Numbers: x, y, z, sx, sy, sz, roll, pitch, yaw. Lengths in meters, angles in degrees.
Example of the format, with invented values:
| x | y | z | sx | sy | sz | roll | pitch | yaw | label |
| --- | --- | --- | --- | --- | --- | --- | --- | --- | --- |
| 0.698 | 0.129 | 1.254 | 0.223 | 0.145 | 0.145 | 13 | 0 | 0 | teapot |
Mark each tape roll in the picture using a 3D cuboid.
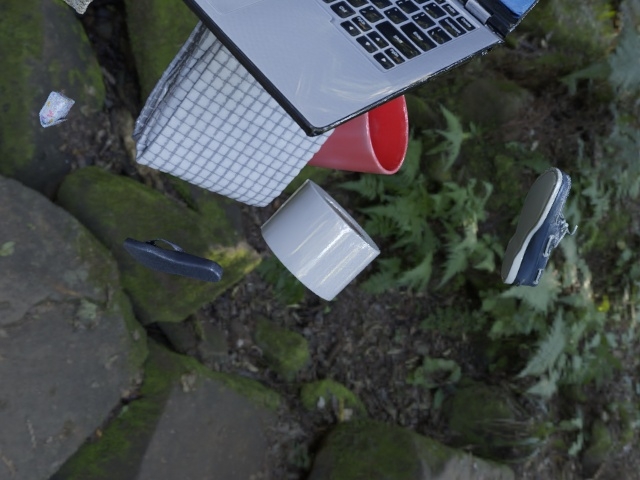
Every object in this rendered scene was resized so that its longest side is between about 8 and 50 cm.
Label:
| x | y | z | sx | sy | sz | roll | pitch | yaw | label |
| --- | --- | --- | --- | --- | --- | --- | --- | --- | --- |
| 0.000 | 0.000 | 1.630 | 0.246 | 0.169 | 0.246 | 44 | 8 | -8 | tape roll |

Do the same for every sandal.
| x | y | z | sx | sy | sz | roll | pitch | yaw | label |
| --- | --- | --- | --- | --- | --- | --- | --- | --- | --- |
| -0.352 | 0.041 | 1.655 | 0.097 | 0.254 | 0.055 | 96 | 12 | -60 | sandal |

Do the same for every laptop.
| x | y | z | sx | sy | sz | roll | pitch | yaw | label |
| --- | --- | --- | --- | --- | --- | --- | --- | --- | --- |
| 0.048 | -0.367 | 0.631 | 0.407 | 0.236 | 0.382 | -31 | 69 | -30 | laptop |

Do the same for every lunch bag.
| x | y | z | sx | sy | sz | roll | pitch | yaw | label |
| --- | --- | --- | --- | --- | --- | --- | --- | --- | --- |
| -0.621 | -0.302 | 1.602 | 0.053 | 0.083 | 0.071 | 33 | 4 | -12 | lunch bag |

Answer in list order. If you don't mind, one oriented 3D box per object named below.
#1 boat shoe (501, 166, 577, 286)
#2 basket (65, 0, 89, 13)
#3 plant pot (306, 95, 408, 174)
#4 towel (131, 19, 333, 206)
| x | y | z | sx | sy | sz | roll | pitch | yaw | label |
| --- | --- | --- | --- | --- | --- | --- | --- | --- | --- |
| 0.408 | -0.016 | 1.253 | 0.095 | 0.079 | 0.255 | -83 | -175 | -59 | boat shoe |
| -0.483 | -0.691 | 1.365 | 0.266 | 0.328 | 0.331 | 36 | 76 | -24 | basket |
| 0.066 | -0.297 | 1.752 | 0.275 | 0.243 | 0.275 | 2 | 88 | -62 | plant pot |
| -0.112 | -0.202 | 1.005 | 0.235 | 0.284 | 0.121 | 22 | 33 | -34 | towel |
